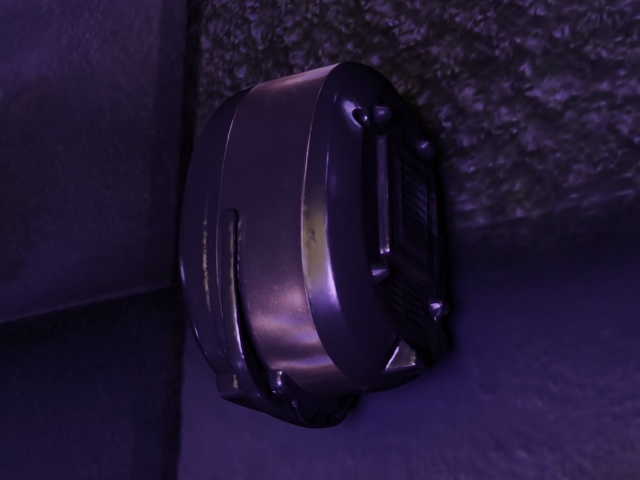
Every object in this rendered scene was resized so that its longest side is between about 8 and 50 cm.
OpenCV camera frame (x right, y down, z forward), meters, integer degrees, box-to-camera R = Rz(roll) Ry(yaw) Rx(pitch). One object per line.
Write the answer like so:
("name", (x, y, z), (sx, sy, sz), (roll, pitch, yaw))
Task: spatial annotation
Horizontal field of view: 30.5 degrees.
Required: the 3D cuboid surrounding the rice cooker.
("rice cooker", (0.000, 0.000, 0.536), (0.106, 0.112, 0.165), (-17, 64, 27))
